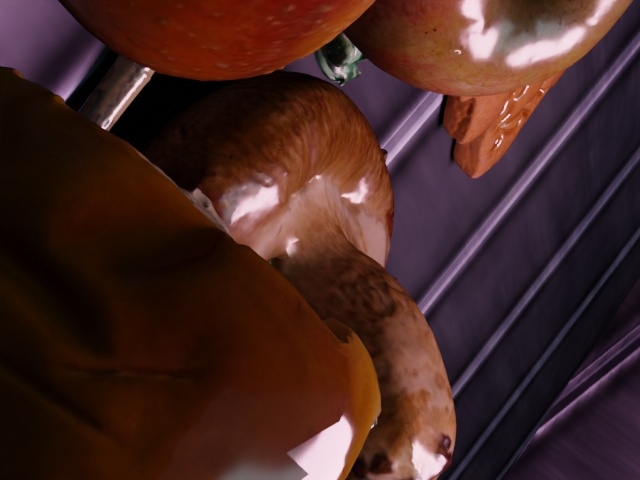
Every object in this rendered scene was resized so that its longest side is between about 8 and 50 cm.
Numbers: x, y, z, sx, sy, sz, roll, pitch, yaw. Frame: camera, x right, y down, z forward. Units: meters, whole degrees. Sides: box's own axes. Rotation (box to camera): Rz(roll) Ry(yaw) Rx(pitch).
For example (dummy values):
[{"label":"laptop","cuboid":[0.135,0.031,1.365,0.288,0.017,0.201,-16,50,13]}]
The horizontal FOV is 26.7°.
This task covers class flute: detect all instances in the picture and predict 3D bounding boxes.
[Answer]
[{"label":"flute","cuboid":[-0.159,-0.013,0.719,0.233,0.027,0.027,-55,160,-5]}]

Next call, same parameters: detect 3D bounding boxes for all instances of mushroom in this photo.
[{"label":"mushroom","cuboid":[-0.022,0.032,0.876,0.267,0.254,0.267,-54,-173,9]}]

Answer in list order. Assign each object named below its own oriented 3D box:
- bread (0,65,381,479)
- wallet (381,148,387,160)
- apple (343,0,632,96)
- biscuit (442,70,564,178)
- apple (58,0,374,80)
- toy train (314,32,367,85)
[{"label":"bread","cuboid":[-0.128,0.085,0.606,0.250,0.279,0.225,-55,-172,-12]},{"label":"wallet","cuboid":[0.000,0.000,1.074,0.152,0.039,0.118,-64,172,25]},{"label":"apple","cuboid":[0.079,-0.177,0.704,0.188,0.173,0.188,-12,139,-11]},{"label":"biscuit","cuboid":[0.182,-0.185,1.203,0.284,0.043,0.306,-61,159,10]},{"label":"apple","cuboid":[-0.029,-0.184,0.531,0.210,0.173,0.234,-20,-140,61]},{"label":"toy train","cuboid":[0.044,-0.168,0.857,0.178,0.071,0.104,-39,110,-49]}]
